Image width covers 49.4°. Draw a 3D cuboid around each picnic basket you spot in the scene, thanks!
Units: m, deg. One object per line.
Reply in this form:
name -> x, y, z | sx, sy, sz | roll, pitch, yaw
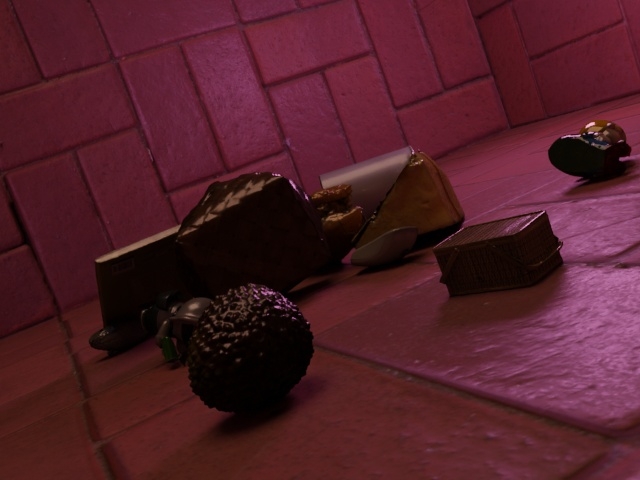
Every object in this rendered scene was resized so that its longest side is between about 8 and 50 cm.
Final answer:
picnic basket -> 0.262, 0.020, 1.034 | 0.164, 0.079, 0.115 | -14, 10, 46
picnic basket -> -0.165, -0.005, 1.558 | 0.337, 0.293, 0.337 | -27, 18, 9

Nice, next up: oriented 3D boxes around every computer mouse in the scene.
computer mouse -> 0.132, 0.025, 1.462 | 0.089, 0.056, 0.182 | 3, -24, -42

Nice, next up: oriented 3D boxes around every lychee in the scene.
lychee -> -0.093, 0.141, 0.874 | 0.171, 0.171, 0.171 | -20, 7, 3

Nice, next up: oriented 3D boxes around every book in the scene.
book -> -0.411, 0.110, 1.659 | 0.239, 0.035, 0.352 | -24, -30, -28

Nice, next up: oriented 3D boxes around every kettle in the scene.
kettle -> 0.180, -0.146, 2.267 | 0.318, 0.265, 0.205 | -21, 39, 3

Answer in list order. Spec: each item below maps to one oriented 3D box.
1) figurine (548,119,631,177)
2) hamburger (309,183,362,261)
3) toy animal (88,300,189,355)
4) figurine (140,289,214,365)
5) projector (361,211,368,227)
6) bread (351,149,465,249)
figurine -> 0.648, -0.211, 1.584 | 0.234, 0.127, 0.185 | -9, 11, -37
hamburger -> -0.001, -0.015, 1.690 | 0.157, 0.144, 0.283 | -22, -19, -24
toy animal -> -0.424, 0.209, 1.664 | 0.253, 0.070, 0.079 | -19, 14, -16
figurine -> -0.247, 0.157, 1.320 | 0.192, 0.126, 0.147 | 0, 6, 25
projector -> 0.000, 0.000, 1.931 | 0.270, 0.088, 0.193 | -23, 8, -12
bread -> 0.179, -0.085, 1.617 | 0.236, 0.198, 0.263 | -25, -2, 18
